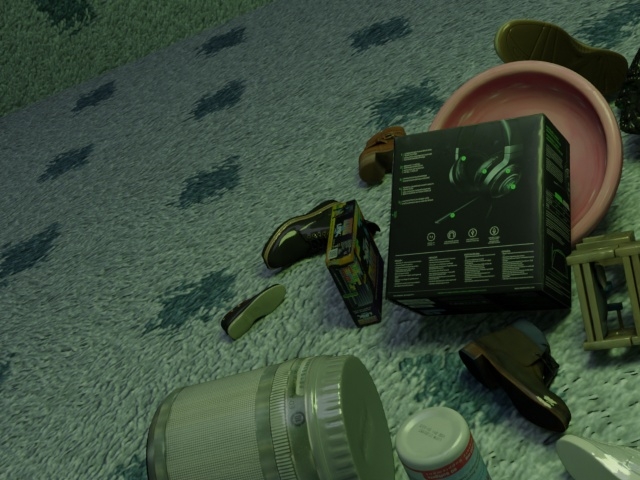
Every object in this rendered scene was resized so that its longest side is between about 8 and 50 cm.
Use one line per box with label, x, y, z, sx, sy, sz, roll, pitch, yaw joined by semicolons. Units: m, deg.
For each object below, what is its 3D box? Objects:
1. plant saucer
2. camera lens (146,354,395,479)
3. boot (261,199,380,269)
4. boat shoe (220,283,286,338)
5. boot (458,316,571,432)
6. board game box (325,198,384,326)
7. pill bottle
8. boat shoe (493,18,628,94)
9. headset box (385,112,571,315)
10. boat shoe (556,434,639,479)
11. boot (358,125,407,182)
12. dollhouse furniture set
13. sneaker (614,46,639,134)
plant saucer;0.325;-0.120;1.455;0.332;0.084;0.332;-7;78;32
camera lens;-0.066;0.272;1.145;0.274;0.219;0.219;-17;31;16
boot;0.000;0.000;1.674;0.198;0.077;0.137;-39;38;-20
boat shoe;-0.120;0.118;1.597;0.133;0.049;0.042;-40;40;-14
boot;0.281;0.166;1.188;0.106;0.082;0.219;-35;29;-11
board game box;0.060;0.036;1.498;0.048;0.141;0.170;-18;31;17
pill bottle;0.150;0.275;1.036;0.087;0.160;0.087;-19;31;12
boat shoe;0.433;-0.341;1.675;0.302;0.109;0.098;8;15;-28
headset box;0.238;-0.041;1.353;0.246;0.131;0.283;-7;71;31
boat shoe;0.352;0.261;1.008;0.063;0.066;0.184;-26;24;-29
boot;0.170;-0.195;1.848;0.197;0.073;0.152;-13;28;17
dollhouse furniture set;0.427;0.060;1.238;0.129;0.129;0.183;-10;4;24
sneaker;0.610;-0.253;1.585;0.146;0.134;0.343;20;34;4
